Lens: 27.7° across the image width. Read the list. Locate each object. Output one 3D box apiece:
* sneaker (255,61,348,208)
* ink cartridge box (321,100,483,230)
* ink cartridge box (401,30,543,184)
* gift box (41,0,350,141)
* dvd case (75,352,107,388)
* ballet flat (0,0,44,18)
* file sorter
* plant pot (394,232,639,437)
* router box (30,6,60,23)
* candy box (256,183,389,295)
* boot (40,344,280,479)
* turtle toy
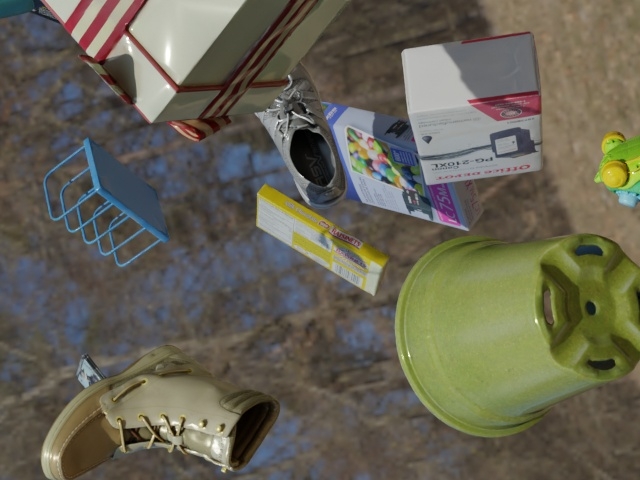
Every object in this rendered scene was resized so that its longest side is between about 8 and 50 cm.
[{"bbox_3d":[-0.032,-0.183,1.914,0.281,0.105,0.115,60,176,-1],"label":"sneaker"},{"bbox_3d":[0.112,-0.129,2.166,0.065,0.311,0.185,-49,-42,-26],"label":"ink cartridge box"},{"bbox_3d":[0.210,-0.172,1.749,0.237,0.172,0.100,64,-159,-67],"label":"ink cartridge box"},{"bbox_3d":[-0.139,-0.268,1.263,0.255,0.258,0.276,50,-154,17],"label":"gift box"},{"bbox_3d":[-0.389,0.265,2.298,0.013,0.087,0.119,-31,-106,-32],"label":"dvd case"},{"bbox_3d":[-0.462,-0.413,2.089,0.083,0.247,0.087,121,138,-72],"label":"ballet flat"},{"bbox_3d":[-0.339,-0.053,2.042,0.170,0.104,0.118,42,-161,-45],"label":"file sorter"},{"bbox_3d":[0.274,0.102,1.641,0.276,0.254,0.276,6,-105,-24],"label":"plant pot"},{"bbox_3d":[-0.450,-0.432,2.256,0.133,0.179,0.046,121,168,-61],"label":"router box"},{"bbox_3d":[0.000,0.000,1.838,0.027,0.206,0.105,-54,-11,-25],"label":"candy box"},{"bbox_3d":[-0.199,0.243,1.635,0.262,0.203,0.095,-33,-47,-43],"label":"boot"},{"bbox_3d":[0.335,-0.075,1.279,0.066,0.130,0.095,64,-157,-22],"label":"turtle toy"}]
